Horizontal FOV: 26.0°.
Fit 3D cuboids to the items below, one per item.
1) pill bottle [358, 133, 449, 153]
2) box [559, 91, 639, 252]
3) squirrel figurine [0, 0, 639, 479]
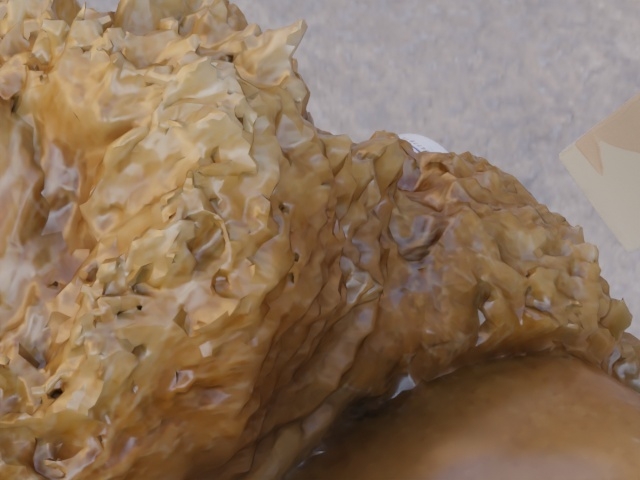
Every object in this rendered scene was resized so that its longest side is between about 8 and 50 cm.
[{"bbox_3d":[0.000,0.000,0.900,0.187,0.112,0.112,-16,57,-36],"label":"pill bottle"},{"bbox_3d":[0.329,-0.094,1.181,0.148,0.311,0.121,-35,87,-11],"label":"box"},{"bbox_3d":[-0.047,0.128,0.406,0.371,0.281,0.396,-2,70,-29],"label":"squirrel figurine"}]
